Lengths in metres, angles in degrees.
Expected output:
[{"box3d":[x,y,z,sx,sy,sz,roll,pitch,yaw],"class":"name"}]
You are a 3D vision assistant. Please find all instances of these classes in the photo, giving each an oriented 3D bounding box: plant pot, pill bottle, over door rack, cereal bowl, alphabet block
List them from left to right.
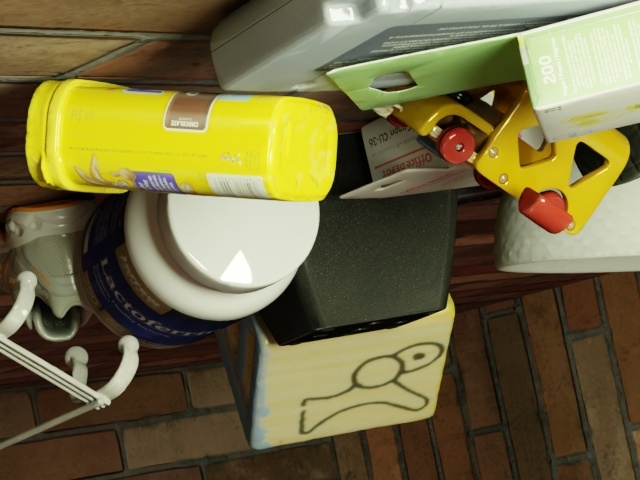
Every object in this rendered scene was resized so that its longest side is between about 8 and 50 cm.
[{"box3d":[-0.338,0.101,1.743,0.239,0.108,0.324,34,136,-22],"class":"over door rack"},{"box3d":[-0.102,-0.001,1.640,0.153,0.153,0.265,-8,172,-21],"class":"pill bottle"},{"box3d":[0.006,0.071,1.986,0.197,0.193,0.192,-8,143,-14],"class":"alphabet block"},{"box3d":[0.020,0.001,1.792,0.187,0.167,0.188,-8,174,-19],"class":"plant pot"},{"box3d":[0.330,-0.046,1.874,0.339,0.141,0.339,-2,175,0],"class":"cereal bowl"}]

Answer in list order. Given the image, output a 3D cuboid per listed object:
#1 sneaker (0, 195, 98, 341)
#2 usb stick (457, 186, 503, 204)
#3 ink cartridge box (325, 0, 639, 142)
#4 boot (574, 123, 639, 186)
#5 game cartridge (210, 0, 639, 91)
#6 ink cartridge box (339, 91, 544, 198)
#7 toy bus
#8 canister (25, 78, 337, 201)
[{"box3d":[-0.264,0.041,1.850,0.099,0.121,0.262,-8,173,-17],"class":"sneaker"},{"box3d":[0.234,-0.074,2.031,0.278,0.045,0.077,-10,180,-7],"class":"usb stick"},{"box3d":[0.134,-0.096,1.238,0.235,0.056,0.171,-14,173,8],"class":"ink cartridge box"},{"box3d":[0.317,-0.118,1.510,0.178,0.085,0.236,-8,156,-35],"class":"boot"},{"box3d":[0.092,-0.143,1.218,0.297,0.062,0.198,-7,176,-30],"class":"game cartridge"},{"box3d":[0.117,-0.084,1.668,0.198,0.067,0.115,-8,172,-33],"class":"ink cartridge box"},{"box3d":[0.132,-0.093,1.450,0.104,0.191,0.202,-55,168,3],"class":"toy bus"},{"box3d":[-0.087,-0.063,1.289,0.170,0.073,0.126,5,-179,21],"class":"canister"}]
